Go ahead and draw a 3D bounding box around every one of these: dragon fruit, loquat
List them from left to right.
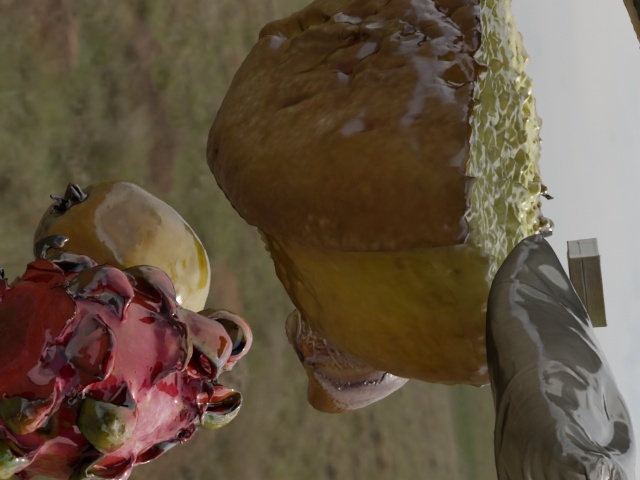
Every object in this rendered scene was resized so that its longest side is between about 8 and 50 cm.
[{"bbox_3d":[-0.205,0.125,1.236,0.227,0.307,0.243,59,-16,27],"label":"dragon fruit"},{"bbox_3d":[-0.231,0.026,1.478,0.234,0.187,0.176,48,54,-29],"label":"loquat"}]

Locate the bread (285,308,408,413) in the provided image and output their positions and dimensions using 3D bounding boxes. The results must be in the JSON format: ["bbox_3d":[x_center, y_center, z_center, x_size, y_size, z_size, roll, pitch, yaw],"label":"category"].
[{"bbox_3d":[0.034,0.103,1.271,0.126,0.129,0.044,64,-20,-3],"label":"bread"}]

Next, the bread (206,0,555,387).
[{"bbox_3d":[0.039,-0.052,0.812,0.340,0.179,0.194,-80,150,-51],"label":"bread"}]

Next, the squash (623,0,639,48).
[{"bbox_3d":[0.330,-0.150,0.721,0.310,0.308,0.310,-20,90,-73],"label":"squash"}]

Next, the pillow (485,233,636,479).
[{"bbox_3d":[0.122,0.152,0.606,0.173,0.067,0.270,-80,160,-65],"label":"pillow"}]

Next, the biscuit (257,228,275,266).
[{"bbox_3d":[0.000,0.000,1.627,0.259,0.079,0.259,49,24,-30],"label":"biscuit"}]

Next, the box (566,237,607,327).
[{"bbox_3d":[0.281,0.047,1.362,0.079,0.035,0.083,-59,141,-73],"label":"box"}]
